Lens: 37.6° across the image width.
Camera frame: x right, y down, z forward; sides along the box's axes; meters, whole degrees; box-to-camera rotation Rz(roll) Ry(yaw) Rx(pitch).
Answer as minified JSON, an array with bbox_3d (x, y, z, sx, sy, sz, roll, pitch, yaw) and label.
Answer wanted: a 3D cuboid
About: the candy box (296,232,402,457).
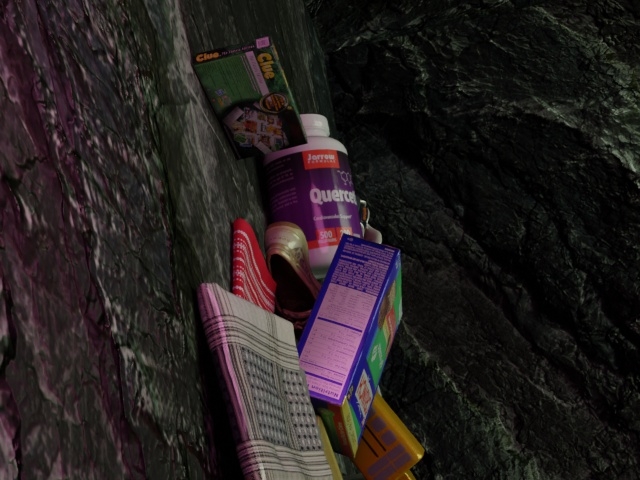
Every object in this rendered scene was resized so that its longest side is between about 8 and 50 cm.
[{"bbox_3d":[0.049,0.195,1.707,0.268,0.122,0.317,79,30,-59],"label":"candy box"}]

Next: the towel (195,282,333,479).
[{"bbox_3d":[-0.057,0.235,1.312,0.324,0.056,0.312,46,23,-64],"label":"towel"}]

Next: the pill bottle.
[{"bbox_3d":[-0.018,-0.089,1.943,0.181,0.181,0.323,49,30,-76],"label":"pill bottle"}]

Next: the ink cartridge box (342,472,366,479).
[{"bbox_3d":[0.071,0.559,1.970,0.143,0.089,0.092,-85,162,-66],"label":"ink cartridge box"}]

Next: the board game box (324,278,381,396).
[{"bbox_3d":[0.047,0.199,2.178,0.390,0.050,0.390,-118,-170,-58],"label":"board game box"}]

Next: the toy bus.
[{"bbox_3d":[0.102,0.400,1.933,0.333,0.130,0.108,50,5,8],"label":"toy bus"}]

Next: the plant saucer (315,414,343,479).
[{"bbox_3d":[0.003,0.516,1.535,0.333,0.080,0.333,-93,169,-54],"label":"plant saucer"}]

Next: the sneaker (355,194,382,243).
[{"bbox_3d":[0.039,-0.079,2.320,0.321,0.127,0.126,48,38,-40],"label":"sneaker"}]

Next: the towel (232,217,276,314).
[{"bbox_3d":[-0.105,0.120,1.531,0.199,0.031,0.275,70,11,-46],"label":"towel"}]

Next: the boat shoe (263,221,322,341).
[{"bbox_3d":[-0.050,0.100,1.745,0.089,0.104,0.285,-79,154,-51],"label":"boat shoe"}]

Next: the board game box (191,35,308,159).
[{"bbox_3d":[-0.115,-0.236,1.601,0.260,0.136,0.030,69,13,-56],"label":"board game box"}]

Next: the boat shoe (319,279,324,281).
[{"bbox_3d":[0.000,0.000,2.397,0.065,0.075,0.206,72,13,-61],"label":"boat shoe"}]
